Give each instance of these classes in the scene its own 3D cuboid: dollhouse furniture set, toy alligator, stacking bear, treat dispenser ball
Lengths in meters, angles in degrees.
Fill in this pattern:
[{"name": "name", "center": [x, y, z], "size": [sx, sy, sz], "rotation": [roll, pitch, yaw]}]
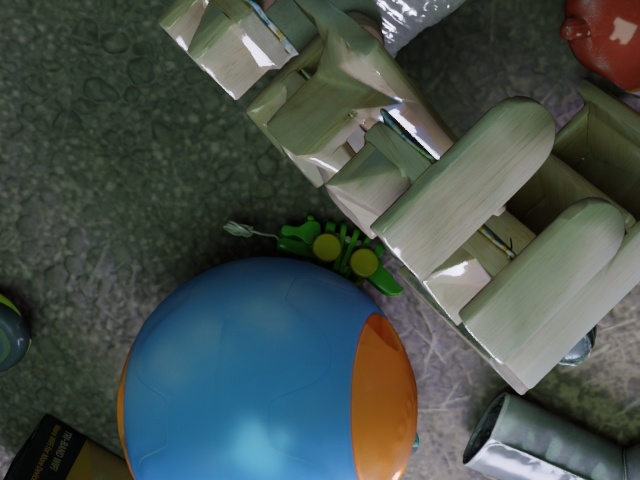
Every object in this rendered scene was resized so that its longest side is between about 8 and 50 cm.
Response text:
[{"name": "dollhouse furniture set", "center": [0.133, -0.088, 1.288], "size": [0.256, 0.362, 0.394], "rotation": [-45, 134, 0]}, {"name": "toy alligator", "center": [0.000, 0.000, 1.545], "size": [0.189, 0.056, 0.051], "rotation": [22, 74, -3]}, {"name": "stacking bear", "center": [0.356, -0.204, 1.354], "size": [0.289, 0.175, 0.164], "rotation": [-7, 117, 17]}, {"name": "treat dispenser ball", "center": [-0.051, 0.160, 1.492], "size": [0.288, 0.288, 0.288], "rotation": [2, 116, 5]}]

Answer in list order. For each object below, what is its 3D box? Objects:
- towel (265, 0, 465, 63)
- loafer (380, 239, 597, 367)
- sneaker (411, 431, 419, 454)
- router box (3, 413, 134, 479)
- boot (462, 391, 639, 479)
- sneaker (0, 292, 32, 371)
[{"name": "towel", "center": [-0.018, -0.252, 1.378], "size": [0.282, 0.049, 0.187], "rotation": [34, 125, -31]}, {"name": "loafer", "center": [0.159, 0.051, 1.530], "size": [0.267, 0.084, 0.096], "rotation": [35, 114, -11]}, {"name": "sneaker", "center": [0.032, 0.239, 1.658], "size": [0.166, 0.065, 0.076], "rotation": [-18, 129, 17]}, {"name": "router box", "center": [-0.234, 0.343, 1.589], "size": [0.243, 0.309, 0.081], "rotation": [33, 114, -11]}, {"name": "boot", "center": [0.278, 0.207, 1.609], "size": [0.208, 0.076, 0.189], "rotation": [31, 113, -2]}, {"name": "sneaker", "center": [-0.442, 0.130, 1.612], "size": [0.300, 0.121, 0.111], "rotation": [-14, 114, 12]}]
